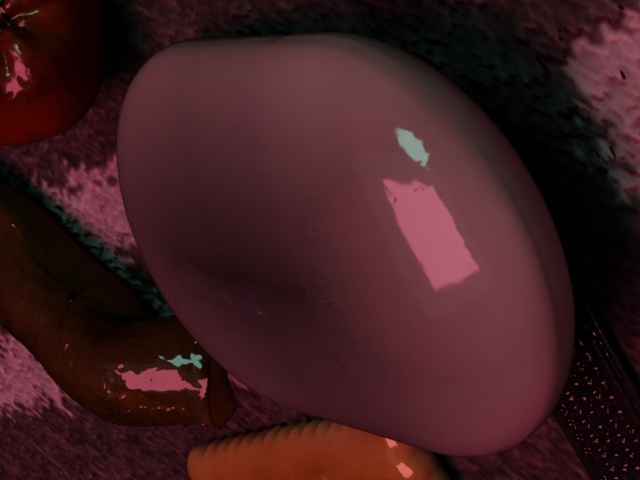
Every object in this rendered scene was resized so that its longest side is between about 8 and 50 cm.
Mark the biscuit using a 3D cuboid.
[{"bbox_3d":[0.012,0.187,1.033,0.249,0.030,0.160,-18,105,53],"label":"biscuit"}]

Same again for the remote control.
[{"bbox_3d":[0.000,0.000,0.814,0.332,0.103,0.221,7,122,53],"label":"remote control"}]

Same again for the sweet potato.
[{"bbox_3d":[-0.157,0.037,1.068,0.286,0.085,0.112,41,110,34],"label":"sweet potato"}]

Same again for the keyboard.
[{"bbox_3d":[0.115,0.042,0.813,0.067,0.011,0.202,-19,105,53],"label":"keyboard"}]

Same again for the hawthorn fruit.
[{"bbox_3d":[-0.187,-0.108,0.933,0.125,0.125,0.140,51,143,3],"label":"hawthorn fruit"}]
